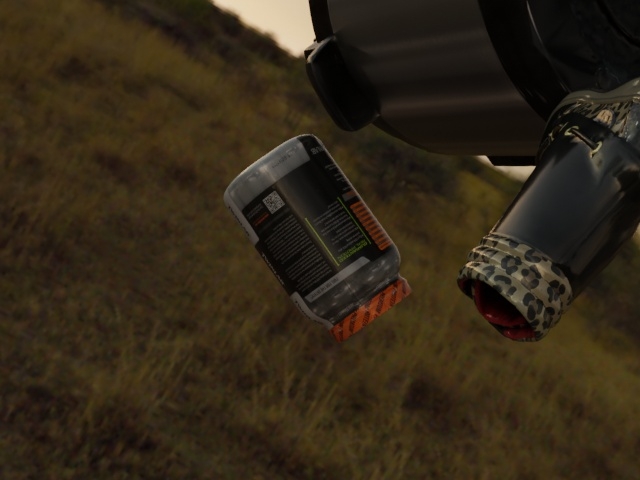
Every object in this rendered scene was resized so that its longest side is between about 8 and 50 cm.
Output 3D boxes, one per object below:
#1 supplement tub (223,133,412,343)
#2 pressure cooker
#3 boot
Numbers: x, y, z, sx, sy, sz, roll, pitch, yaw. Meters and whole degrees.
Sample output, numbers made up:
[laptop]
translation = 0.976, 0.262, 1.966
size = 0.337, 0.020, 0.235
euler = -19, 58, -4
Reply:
[supplement tub]
translation = 0.000, 0.000, 1.002
size = 0.190, 0.117, 0.117
euler = 55, 10, 5
[pressure cooker]
translation = 0.196, -0.268, 1.022
size = 0.370, 0.375, 0.420
euler = 8, 0, -30
[boot]
translation = 0.160, -0.019, 0.701
size = 0.085, 0.178, 0.236
euler = 43, -6, -3
